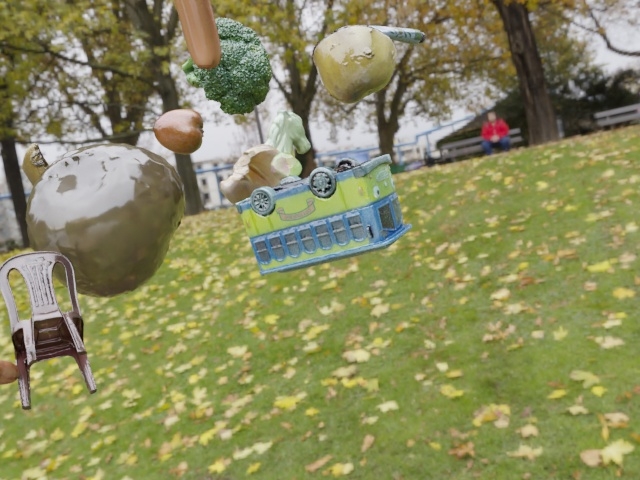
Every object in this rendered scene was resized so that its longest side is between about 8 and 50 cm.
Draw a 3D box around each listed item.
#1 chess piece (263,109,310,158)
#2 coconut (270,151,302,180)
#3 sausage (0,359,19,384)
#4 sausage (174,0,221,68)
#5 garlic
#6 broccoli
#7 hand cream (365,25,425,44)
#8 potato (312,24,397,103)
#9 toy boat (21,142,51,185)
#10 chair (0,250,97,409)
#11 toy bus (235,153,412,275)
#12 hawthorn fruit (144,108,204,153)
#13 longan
[{"bbox_3d":[-0.142,-0.313,2.314,0.176,0.298,0.176,27,-8,4],"label":"chess piece"},{"bbox_3d":[-0.099,-0.205,1.791,0.083,0.082,0.081,-10,2,-31],"label":"coconut"},{"bbox_3d":[-0.772,0.297,1.370,0.078,0.078,0.304,-10,-3,20],"label":"sausage"},{"bbox_3d":[-0.301,-0.551,1.534,0.086,0.289,0.086,-10,21,4],"label":"sausage"},{"bbox_3d":[-0.185,-0.182,1.975,0.110,0.217,0.228,30,-6,22],"label":"garlic"},{"bbox_3d":[-0.254,-0.469,1.761,0.242,0.261,0.269,-8,14,22],"label":"broccoli"},{"bbox_3d":[0.272,-0.740,2.323,0.256,0.055,0.088,-6,39,-33],"label":"hand cream"},{"bbox_3d":[0.074,-0.366,1.434,0.202,0.117,0.182,-24,-33,39],"label":"potato"},{"bbox_3d":[-0.790,-0.151,1.971,0.121,0.321,0.089,-26,25,-1],"label":"toy boat"},{"bbox_3d":[-0.659,0.204,1.547,0.176,0.326,0.183,-8,-43,-27],"label":"chair"},{"bbox_3d":[0.005,-0.052,1.305,0.312,0.190,0.152,-15,8,30],"label":"toy bus"},{"bbox_3d":[-0.622,-0.473,2.759,0.251,0.199,0.199,6,-4,-18],"label":"hawthorn fruit"},{"bbox_3d":[-0.598,-0.066,1.782,0.404,0.435,0.404,24,2,-1],"label":"longan"}]
